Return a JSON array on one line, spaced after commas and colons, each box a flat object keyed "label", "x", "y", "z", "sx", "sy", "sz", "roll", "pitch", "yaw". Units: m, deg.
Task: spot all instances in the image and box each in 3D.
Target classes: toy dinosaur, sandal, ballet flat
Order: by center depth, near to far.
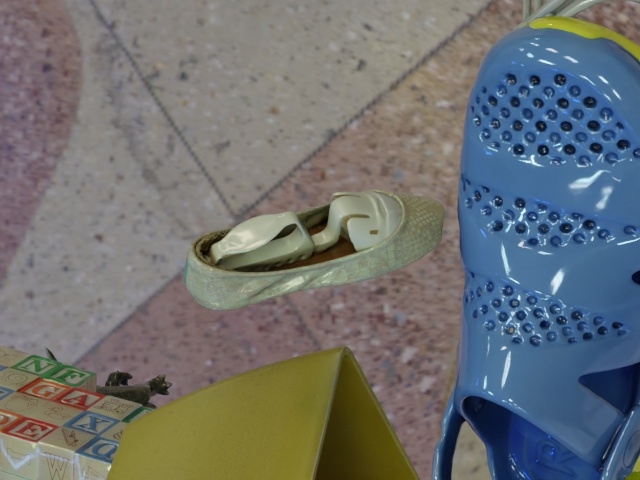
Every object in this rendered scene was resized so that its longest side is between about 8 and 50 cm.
[{"label": "sandal", "x": 0.118, "y": 0.045, "z": 0.676, "sx": 0.126, "sy": 0.138, "sz": 0.317, "roll": 13, "pitch": 124, "yaw": 32}, {"label": "ballet flat", "x": 0.000, "y": 0.000, "z": 0.800, "sx": 0.168, "sy": 0.052, "sz": 0.057, "roll": -19, "pitch": 52, "yaw": -11}, {"label": "toy dinosaur", "x": -0.250, "y": 0.241, "z": 1.777, "sx": 0.313, "sy": 0.160, "sz": 0.121, "roll": 48, "pitch": 114, "yaw": 3}]

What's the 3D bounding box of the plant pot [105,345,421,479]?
[{"label": "plant pot", "x": -0.052, "y": 0.225, "z": 0.981, "sx": 0.187, "sy": 0.212, "sz": 0.212, "roll": -5, "pitch": 47, "yaw": 23}]

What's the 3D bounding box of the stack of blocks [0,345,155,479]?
[{"label": "stack of blocks", "x": -0.299, "y": 0.200, "z": 1.398, "sx": 0.297, "sy": 0.171, "sz": 0.087, "roll": 12, "pitch": 110, "yaw": 21}]

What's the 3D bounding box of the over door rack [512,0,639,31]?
[{"label": "over door rack", "x": 0.226, "y": -0.244, "z": 0.750, "sx": 0.108, "sy": 0.240, "sz": 0.324, "roll": 24, "pitch": 133, "yaw": -15}]
